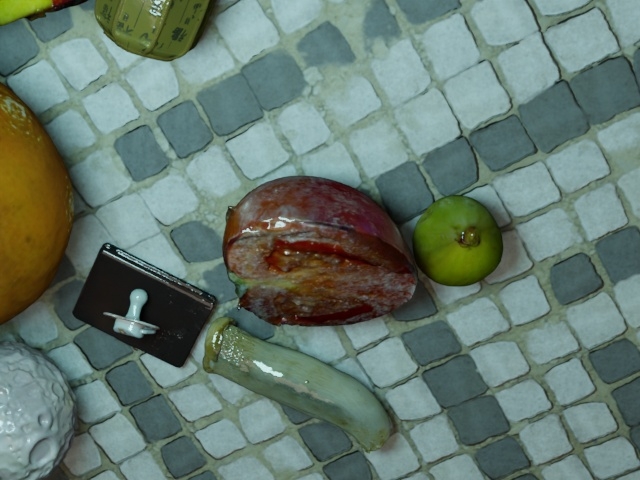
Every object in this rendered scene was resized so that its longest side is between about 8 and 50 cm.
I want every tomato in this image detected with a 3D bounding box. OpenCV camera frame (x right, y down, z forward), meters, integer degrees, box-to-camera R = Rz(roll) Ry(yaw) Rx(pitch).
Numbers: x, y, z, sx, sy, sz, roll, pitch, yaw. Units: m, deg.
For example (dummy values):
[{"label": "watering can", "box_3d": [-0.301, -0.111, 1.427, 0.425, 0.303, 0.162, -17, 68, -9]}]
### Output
[{"label": "tomato", "box_3d": [-0.004, -0.004, 1.519, 0.308, 0.170, 0.309, -2, 148, -1]}]

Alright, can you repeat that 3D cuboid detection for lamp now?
[{"label": "lamp", "box_3d": [-0.221, -0.352, 1.405, 0.161, 0.161, 0.185, 22, 115, -3]}]

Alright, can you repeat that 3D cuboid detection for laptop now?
[{"label": "laptop", "box_3d": [-0.293, 0.109, 1.673, 0.207, 0.026, 0.154, 27, 115, -4]}]

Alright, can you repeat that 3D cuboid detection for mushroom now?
[{"label": "mushroom", "box_3d": [-0.036, 0.237, 1.665, 0.351, 0.095, 0.123, 30, 132, -6]}]

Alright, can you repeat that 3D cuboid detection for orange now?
[{"label": "orange", "box_3d": [-0.562, -0.059, 1.469, 0.423, 0.326, 0.424, 5, 126, 7]}]

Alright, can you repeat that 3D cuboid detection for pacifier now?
[{"label": "pacifier", "box_3d": [-0.298, 0.117, 1.635, 0.099, 0.081, 0.078, 9, 81, 27]}]

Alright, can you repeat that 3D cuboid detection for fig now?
[{"label": "fig", "box_3d": [0.207, 0.001, 1.526, 0.135, 0.121, 0.153, -4, 135, 2]}]

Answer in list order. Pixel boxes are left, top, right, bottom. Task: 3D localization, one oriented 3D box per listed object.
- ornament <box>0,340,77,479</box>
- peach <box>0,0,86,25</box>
[{"label": "ornament", "box_3d": [-0.523, 0.285, 1.656, 0.259, 0.225, 0.259, 11, 140, 10]}, {"label": "peach", "box_3d": [-0.433, -0.379, 1.408, 0.267, 0.159, 0.154, -13, 116, 22]}]
